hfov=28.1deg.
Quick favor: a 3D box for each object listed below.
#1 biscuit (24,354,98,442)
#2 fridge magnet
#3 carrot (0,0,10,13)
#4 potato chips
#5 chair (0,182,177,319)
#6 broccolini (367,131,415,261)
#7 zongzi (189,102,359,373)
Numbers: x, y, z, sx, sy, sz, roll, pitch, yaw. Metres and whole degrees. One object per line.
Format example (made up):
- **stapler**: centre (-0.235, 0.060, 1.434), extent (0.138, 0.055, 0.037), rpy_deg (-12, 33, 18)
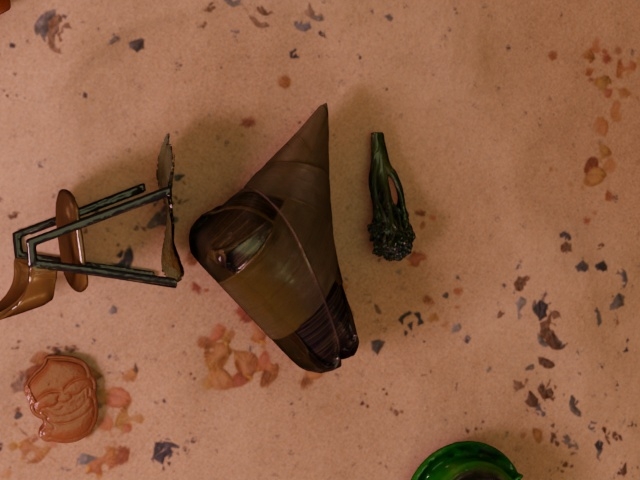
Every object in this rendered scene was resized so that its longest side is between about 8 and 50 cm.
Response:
- **biscuit**: centre (-0.368, 0.226, 1.829), extent (0.102, 0.019, 0.130), rpy_deg (-12, 95, -20)
- **fridge magnet**: centre (0.229, 0.419, 2.007), extent (0.208, 0.088, 0.208), rpy_deg (-1, 92, -19)
- **carrot**: centre (-0.519, -0.304, 1.728), extent (0.193, 0.087, 0.087), rpy_deg (-34, 102, -15)
- **potato chips**: centre (-0.215, -0.048, 1.816), extent (0.026, 0.142, 0.209), rpy_deg (-3, 68, -12)
- **chair**: centre (-0.337, 0.014, 1.762), extent (0.247, 0.159, 0.172), rpy_deg (-5, 95, -20)
- **broccolini**: centre (0.098, -0.065, 1.978), extent (0.091, 0.068, 0.202), rpy_deg (-3, 77, -32)
- **zongzi**: centre (0.000, 0.000, 1.892), extent (0.317, 0.154, 0.289), rpy_deg (-49, 113, -18)
